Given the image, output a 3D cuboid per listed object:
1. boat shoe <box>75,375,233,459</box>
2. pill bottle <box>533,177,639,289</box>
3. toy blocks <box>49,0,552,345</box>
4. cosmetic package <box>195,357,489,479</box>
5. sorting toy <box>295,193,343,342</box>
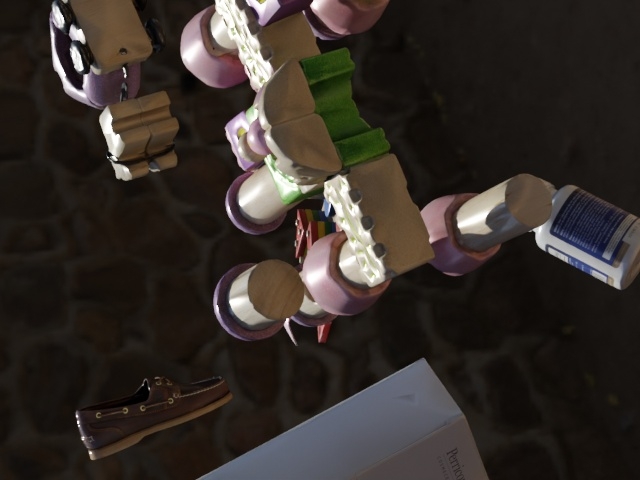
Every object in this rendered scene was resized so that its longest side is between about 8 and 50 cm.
[{"bbox_3d":[-0.217,0.215,1.664,0.073,0.207,0.073,-12,98,67],"label":"boat shoe"},{"bbox_3d":[0.241,-0.010,1.169,0.120,0.067,0.067,30,135,22],"label":"pill bottle"},{"bbox_3d":[-0.043,-0.062,0.994,0.260,0.309,0.289,-29,83,63],"label":"toy blocks"},{"bbox_3d":[0.041,0.323,1.211,0.097,0.284,0.377,59,173,51],"label":"cosmetic package"},{"bbox_3d":[0.000,0.000,1.406,0.274,0.046,0.132,106,164,-55],"label":"sorting toy"}]
